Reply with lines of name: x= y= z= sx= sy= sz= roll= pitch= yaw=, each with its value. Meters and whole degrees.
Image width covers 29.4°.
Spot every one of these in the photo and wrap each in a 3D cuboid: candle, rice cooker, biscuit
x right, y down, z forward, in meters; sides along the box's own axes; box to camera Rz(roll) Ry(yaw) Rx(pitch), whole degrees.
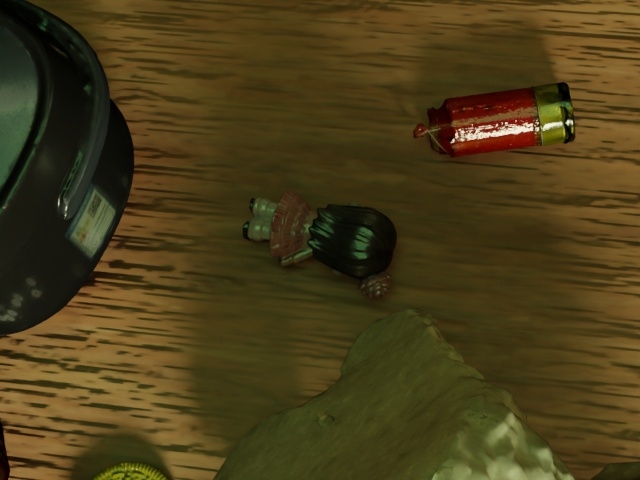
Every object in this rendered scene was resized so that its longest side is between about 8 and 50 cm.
candle: x=0.140 y=-0.096 z=0.997 sx=0.130 sy=0.052 sz=0.052 roll=-8 pitch=74 yaw=5
rice cooker: x=-0.277 y=-0.061 z=0.944 sx=0.267 sy=0.224 sz=0.267 roll=-2 pitch=74 yaw=8
biscuit: x=-0.150 y=0.215 z=0.956 sx=0.084 sy=0.023 sz=0.084 roll=-2 pitch=74 yaw=7

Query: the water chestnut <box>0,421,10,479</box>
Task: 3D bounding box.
water chestnut: x=-0.390 y=0.180 z=0.827 sx=0.335 sy=0.335 sz=0.347 roll=-4 pitch=38 yaw=5

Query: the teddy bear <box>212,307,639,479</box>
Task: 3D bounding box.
teddy bear: x=0.130 y=0.268 z=0.819 sx=0.327 sy=0.375 sz=0.362 roll=-40 pitch=102 yaw=-6

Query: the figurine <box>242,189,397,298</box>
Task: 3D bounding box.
figurine: x=0.000 y=0.000 z=0.984 sx=0.129 sy=0.054 sz=0.072 roll=13 pitch=80 yaw=12
